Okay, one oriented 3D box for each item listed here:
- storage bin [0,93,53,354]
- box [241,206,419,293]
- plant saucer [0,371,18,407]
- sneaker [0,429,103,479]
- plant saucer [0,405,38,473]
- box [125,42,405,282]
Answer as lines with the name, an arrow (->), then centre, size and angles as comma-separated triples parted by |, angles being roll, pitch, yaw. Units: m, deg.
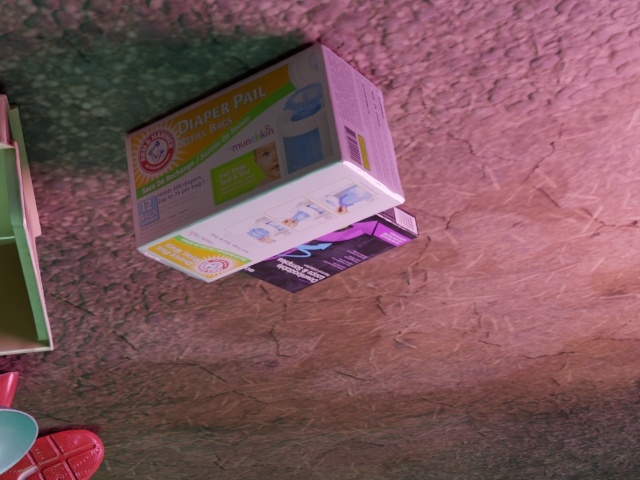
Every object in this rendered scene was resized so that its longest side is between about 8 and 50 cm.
storage bin -> -0.367, -0.001, 1.109 | 0.262, 0.123, 0.260 | -5, 153, -9
box -> 0.000, 0.000, 1.338 | 0.162, 0.029, 0.116 | -25, 150, 29
plant saucer -> -0.486, 0.257, 1.578 | 0.259, 0.048, 0.258 | -16, 158, -27
sneaker -> -0.386, 0.305, 1.777 | 0.221, 0.087, 0.128 | -25, -174, -1
plant saucer -> -0.410, 0.227, 1.478 | 0.195, 0.037, 0.195 | -24, 152, -13
box -> -0.050, -0.059, 1.110 | 0.203, 0.114, 0.103 | -23, 152, 24
